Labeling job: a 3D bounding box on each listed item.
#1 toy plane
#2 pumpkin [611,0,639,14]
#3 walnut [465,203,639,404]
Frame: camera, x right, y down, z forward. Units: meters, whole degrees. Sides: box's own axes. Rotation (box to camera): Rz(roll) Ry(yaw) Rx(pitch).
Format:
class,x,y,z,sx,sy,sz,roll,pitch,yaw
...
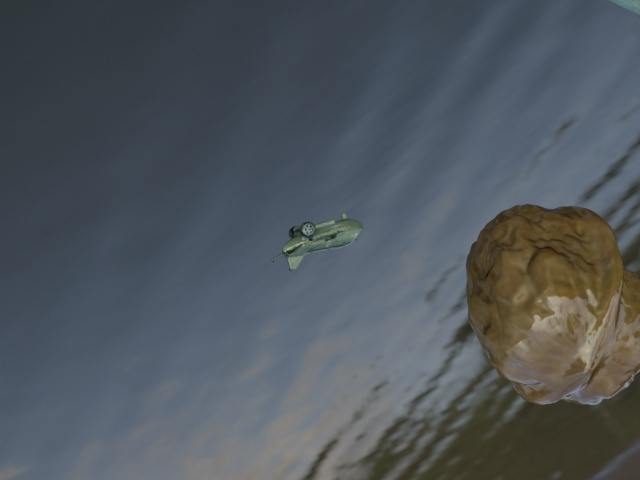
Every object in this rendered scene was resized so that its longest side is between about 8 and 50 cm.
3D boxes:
class,x,y,z,sx,sy,sz,roll,pitch,yaw
toy plane,-0.001,-0.003,1.121,0.083,0.033,0.080,-24,-178,-26
pumpkin,0.300,-0.301,0.870,0.197,0.293,0.263,-56,138,-43
walnut,0.101,0.027,0.584,0.079,0.096,0.082,21,118,-22
